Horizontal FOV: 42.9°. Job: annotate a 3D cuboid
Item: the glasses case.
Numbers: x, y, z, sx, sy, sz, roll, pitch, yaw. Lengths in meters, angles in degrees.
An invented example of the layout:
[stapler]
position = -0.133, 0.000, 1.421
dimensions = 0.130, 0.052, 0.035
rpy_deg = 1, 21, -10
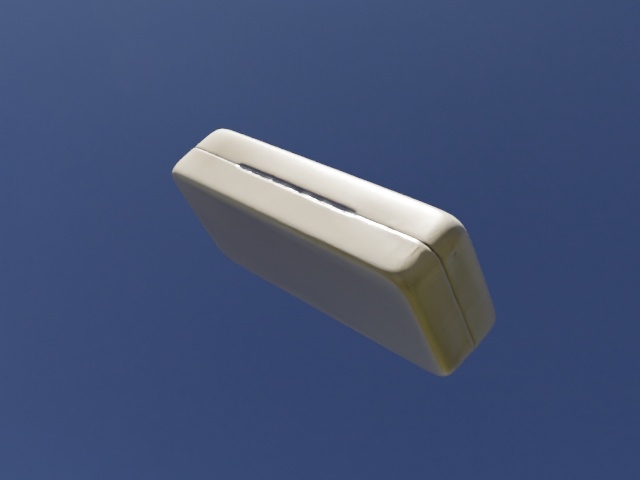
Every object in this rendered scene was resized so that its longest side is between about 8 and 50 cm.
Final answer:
[glasses case]
position = 0.000, 0.000, 0.759
dimensions = 0.076, 0.336, 0.144
rpy_deg = -46, -46, -19
